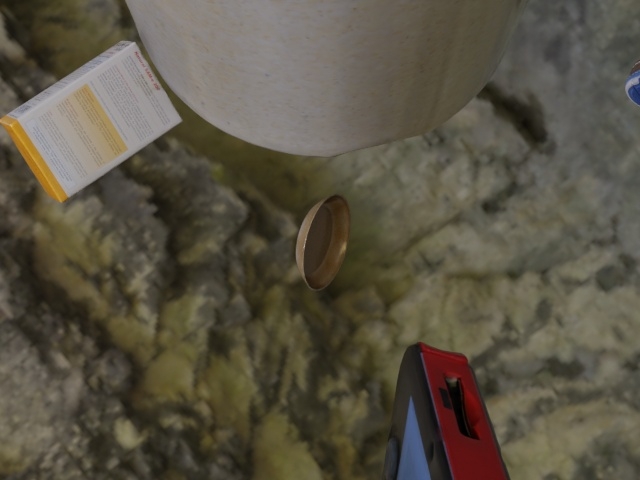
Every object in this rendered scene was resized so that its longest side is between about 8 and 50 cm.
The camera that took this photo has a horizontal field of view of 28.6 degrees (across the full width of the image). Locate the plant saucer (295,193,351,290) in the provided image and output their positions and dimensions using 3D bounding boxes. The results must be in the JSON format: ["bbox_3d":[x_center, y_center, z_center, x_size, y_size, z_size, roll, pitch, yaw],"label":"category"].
[{"bbox_3d":[0.000,0.000,1.052,0.015,0.083,0.083,15,178,25],"label":"plant saucer"}]

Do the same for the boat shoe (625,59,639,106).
[{"bbox_3d":[0.317,-0.143,0.932,0.066,0.183,0.066,44,-136,-48],"label":"boat shoe"}]

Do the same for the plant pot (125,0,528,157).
[{"bbox_3d":[0.004,-0.207,0.602,0.333,0.334,0.305,58,167,21],"label":"plant pot"}]

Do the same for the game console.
[{"bbox_3d":[0.078,0.298,0.982,0.060,0.342,0.386,10,-158,-6],"label":"game console"}]

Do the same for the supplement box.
[{"bbox_3d":[-0.148,-0.078,0.817,0.062,0.098,0.036,61,163,-22],"label":"supplement box"}]
